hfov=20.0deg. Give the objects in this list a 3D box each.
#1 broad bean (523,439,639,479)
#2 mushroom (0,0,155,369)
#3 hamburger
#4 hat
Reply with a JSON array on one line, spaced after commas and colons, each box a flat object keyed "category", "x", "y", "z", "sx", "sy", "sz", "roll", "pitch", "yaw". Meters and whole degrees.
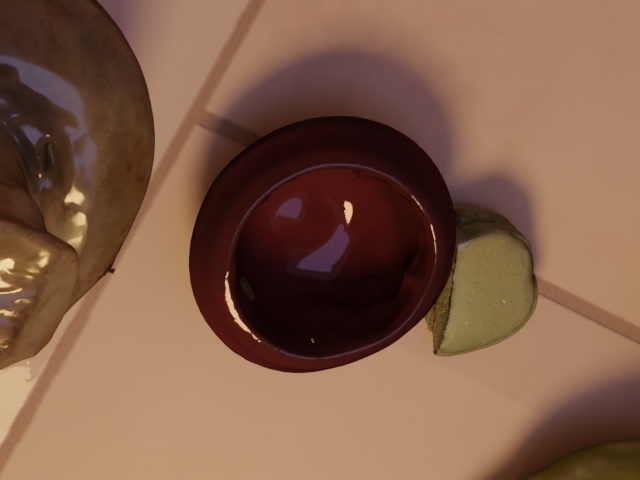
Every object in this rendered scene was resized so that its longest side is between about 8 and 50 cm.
[{"category": "broad bean", "x": 0.233, "y": 0.275, "z": 1.509, "sx": 0.291, "sy": 0.119, "sz": 0.238, "roll": -6, "pitch": 116, "yaw": -16}, {"category": "mushroom", "x": -0.241, "y": -0.047, "z": 1.142, "sx": 0.297, "sy": 0.290, "sz": 0.297, "roll": -7, "pitch": 112, "yaw": -16}, {"category": "hamburger", "x": 0.129, "y": 0.033, "z": 1.426, "sx": 0.084, "sy": 0.054, "sz": 0.121, "roll": -3, "pitch": 114, "yaw": -21}, {"category": "hat", "x": 0.000, "y": 0.000, "z": 1.351, "sx": 0.205, "sy": 0.089, "sz": 0.205, "roll": -4, "pitch": 111, "yaw": -11}]
